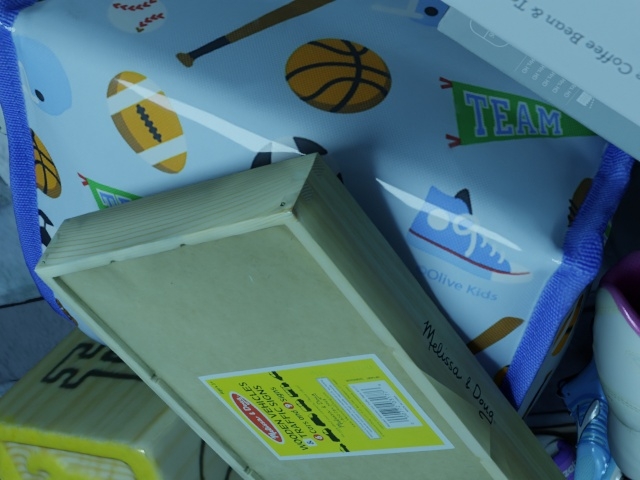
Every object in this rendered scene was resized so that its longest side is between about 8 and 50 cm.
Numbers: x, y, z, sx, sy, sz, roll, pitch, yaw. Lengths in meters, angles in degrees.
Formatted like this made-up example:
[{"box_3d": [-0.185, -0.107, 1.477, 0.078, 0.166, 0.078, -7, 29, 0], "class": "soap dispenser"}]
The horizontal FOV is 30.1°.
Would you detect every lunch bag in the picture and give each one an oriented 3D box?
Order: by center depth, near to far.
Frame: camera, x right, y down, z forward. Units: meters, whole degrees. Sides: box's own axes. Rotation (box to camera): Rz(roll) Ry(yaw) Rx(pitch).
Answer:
[{"box_3d": [0.000, 0.000, 0.741, 0.328, 0.239, 0.385, 25, 142, 13], "class": "lunch bag"}]

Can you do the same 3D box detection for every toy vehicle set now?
[{"box_3d": [0.001, 0.076, 0.601, 0.166, 0.035, 0.267, -11, 131, 37], "class": "toy vehicle set"}]

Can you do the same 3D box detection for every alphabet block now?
[{"box_3d": [-0.130, 0.170, 0.995, 0.193, 0.197, 0.192, -1, 123, 35], "class": "alphabet block"}]

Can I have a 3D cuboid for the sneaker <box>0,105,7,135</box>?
[{"box_3d": [-0.166, -0.165, 0.825, 0.131, 0.112, 0.296, 12, 144, -1], "class": "sneaker"}]

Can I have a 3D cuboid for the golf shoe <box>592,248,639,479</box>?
[{"box_3d": [0.274, 0.063, 0.598, 0.306, 0.115, 0.140, -6, 116, 37], "class": "golf shoe"}]

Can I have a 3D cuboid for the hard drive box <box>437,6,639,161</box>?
[{"box_3d": [0.195, -0.108, 0.548, 0.232, 0.181, 0.089, 33, 137, -1], "class": "hard drive box"}]

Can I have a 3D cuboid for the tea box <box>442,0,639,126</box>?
[{"box_3d": [0.269, -0.141, 0.387, 0.329, 0.323, 0.220, 34, 136, 8], "class": "tea box"}]

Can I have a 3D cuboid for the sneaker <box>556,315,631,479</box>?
[{"box_3d": [0.198, 0.121, 0.825, 0.073, 0.063, 0.162, 25, 111, 35], "class": "sneaker"}]

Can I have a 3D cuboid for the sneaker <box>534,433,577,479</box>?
[{"box_3d": [0.215, 0.234, 0.881, 0.282, 0.102, 0.161, 12, 126, 27], "class": "sneaker"}]
